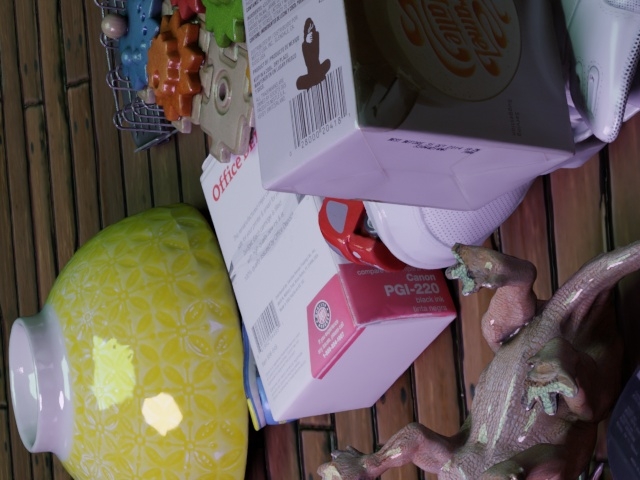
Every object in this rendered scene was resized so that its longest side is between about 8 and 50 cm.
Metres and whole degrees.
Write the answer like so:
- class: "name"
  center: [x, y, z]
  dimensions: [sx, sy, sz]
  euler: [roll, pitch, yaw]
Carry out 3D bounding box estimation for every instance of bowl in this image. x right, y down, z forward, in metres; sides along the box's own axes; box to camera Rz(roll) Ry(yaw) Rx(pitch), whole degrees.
- class: "bowl"
  center: [-0.179, 0.116, 1.710]
  dimensions: [0.289, 0.156, 0.289]
  euler: [174, 90, -70]

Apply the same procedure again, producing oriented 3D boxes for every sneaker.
- class: "sneaker"
  center: [-0.031, 0.084, 1.591]
  dimensions: [0.053, 0.059, 0.144]
  euler: [73, -169, -57]
- class: "sneaker"
  center: [0.140, -0.087, 1.160]
  dimensions: [0.210, 0.137, 0.366]
  euler: [61, 139, 42]

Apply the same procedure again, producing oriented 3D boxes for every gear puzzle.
- class: "gear puzzle"
  center: [-0.090, -0.153, 1.488]
  dimensions: [0.339, 0.044, 0.175]
  euler: [39, 124, 57]

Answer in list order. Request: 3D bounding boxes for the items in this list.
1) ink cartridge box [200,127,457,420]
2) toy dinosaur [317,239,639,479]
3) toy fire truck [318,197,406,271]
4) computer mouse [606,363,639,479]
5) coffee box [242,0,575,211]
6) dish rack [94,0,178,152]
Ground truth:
- class: "ink cartridge box"
  center: [0.000, 0.000, 1.475]
  dimensions: [0.158, 0.092, 0.218]
  euler: [-52, 51, 51]
- class: "toy dinosaur"
  center: [0.135, 0.106, 1.216]
  dimensions: [0.127, 0.200, 0.295]
  euler: [34, 102, 35]
- class: "toy fire truck"
  center: [0.033, -0.081, 1.381]
  dimensions: [0.135, 0.047, 0.192]
  euler: [17, 81, 40]
- class: "computer mouse"
  center: [0.260, 0.073, 1.055]
  dimensions: [0.262, 0.060, 0.184]
  euler: [-64, 35, 25]
- class: "coffee box"
  center: [0.038, -0.150, 1.079]
  dimensions: [0.098, 0.141, 0.246]
  euler: [-31, 60, 52]
- class: "dish rack"
  center: [-0.143, -0.190, 1.727]
  dimensions: [0.271, 0.074, 0.208]
  euler: [-23, 73, 60]
